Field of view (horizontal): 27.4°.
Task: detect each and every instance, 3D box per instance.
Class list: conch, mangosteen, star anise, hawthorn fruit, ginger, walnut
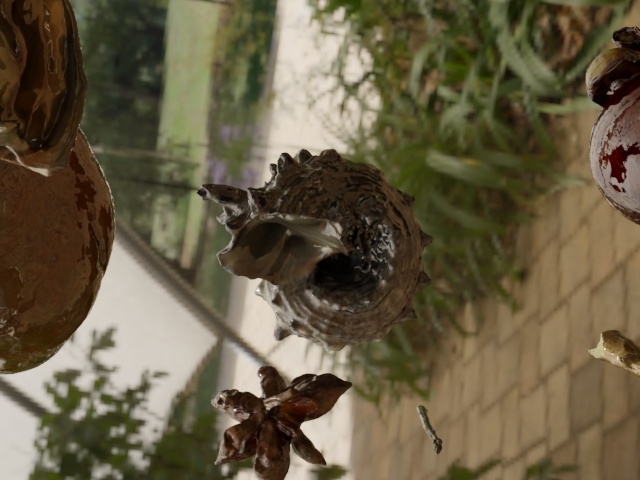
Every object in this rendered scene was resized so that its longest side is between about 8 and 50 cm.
[{"bbox_3d":[-0.001,0.012,1.561,0.240,0.313,0.186,-55,41,4],"label":"conch"},{"bbox_3d":[0.407,-0.139,1.555,0.257,0.215,0.215,62,164,11],"label":"mangosteen"},{"bbox_3d":[-0.068,0.250,1.873,0.212,0.111,0.196,-55,38,1],"label":"star anise"},{"bbox_3d":[-0.333,-0.029,1.294,0.267,0.268,0.300,108,176,-52],"label":"hawthorn fruit"},{"bbox_3d":[0.377,0.141,1.603,0.044,0.057,0.137,-50,27,-7],"label":"ginger"},{"bbox_3d":[-0.289,-0.121,0.926,0.238,0.141,0.204,-29,-61,-46],"label":"walnut"}]

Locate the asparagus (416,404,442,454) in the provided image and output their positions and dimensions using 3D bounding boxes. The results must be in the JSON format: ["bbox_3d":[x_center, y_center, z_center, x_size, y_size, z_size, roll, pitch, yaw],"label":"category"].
[{"bbox_3d":[0.139,0.238,1.679,0.163,0.016,0.016,-113,0,-78],"label":"asparagus"}]
